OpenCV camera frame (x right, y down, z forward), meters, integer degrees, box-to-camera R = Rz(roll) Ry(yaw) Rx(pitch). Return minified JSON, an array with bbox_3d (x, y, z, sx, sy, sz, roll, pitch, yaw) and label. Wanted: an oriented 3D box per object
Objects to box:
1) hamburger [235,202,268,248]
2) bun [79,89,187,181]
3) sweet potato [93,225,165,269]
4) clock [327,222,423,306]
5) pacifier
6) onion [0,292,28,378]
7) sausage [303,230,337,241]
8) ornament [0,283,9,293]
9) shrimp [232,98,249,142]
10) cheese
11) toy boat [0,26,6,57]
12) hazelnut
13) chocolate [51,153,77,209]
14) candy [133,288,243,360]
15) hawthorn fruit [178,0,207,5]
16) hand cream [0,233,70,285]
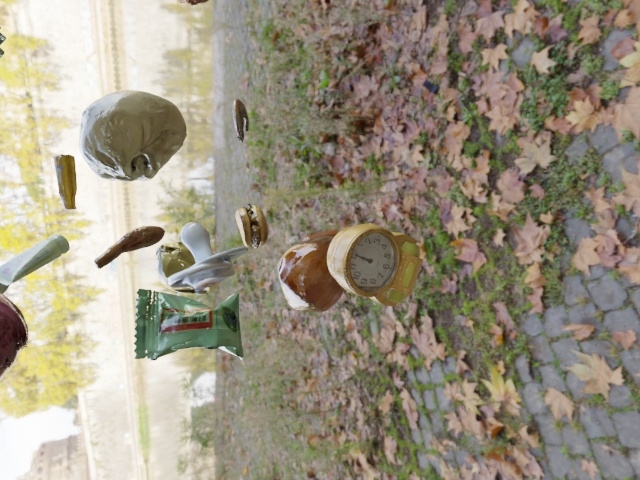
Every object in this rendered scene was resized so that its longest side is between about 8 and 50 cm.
[{"bbox_3d":[-0.284,-0.057,1.912,0.191,0.117,0.182,-128,24,-65],"label":"hamburger"},{"bbox_3d":[-0.638,-0.350,1.558,0.326,0.361,0.235,89,156,-59],"label":"bun"},{"bbox_3d":[-0.884,0.012,2.109,0.109,0.385,0.109,17,122,30],"label":"sweet potato"},{"bbox_3d":[0.167,0.072,1.480,0.200,0.317,0.244,12,85,55],"label":"clock"},{"bbox_3d":[-0.372,0.039,1.408,0.279,0.227,0.207,-25,81,27],"label":"pacifier"},{"bbox_3d":[-0.800,0.227,0.894,0.345,0.358,0.358,49,-174,-45],"label":"onion"},{"bbox_3d":[0.000,0.000,2.193,0.076,0.197,0.076,26,122,49],"label":"sausage"},{"bbox_3d":[-1.313,0.195,1.851,0.156,0.074,0.081,-58,40,20],"label":"ornament"},{"bbox_3d":[-0.395,-0.597,2.299,0.143,0.052,0.251,35,-130,-63],"label":"shrimp"},{"bbox_3d":[-0.578,0.112,1.919,0.316,0.259,0.128,76,-171,-54],"label":"cheese"},{"bbox_3d":[-1.196,-0.605,1.517,0.133,0.332,0.145,45,173,-23],"label":"toy boat"},{"bbox_3d":[-0.021,0.138,1.988,0.315,0.372,0.372,43,153,-6],"label":"hazelnut"},{"bbox_3d":[-1.004,-0.230,1.803,0.085,0.085,0.219,-170,73,-65],"label":"chocolate"},{"bbox_3d":[-0.481,0.314,1.688,0.172,0.397,0.263,124,144,-54],"label":"candy"},{"bbox_3d":[-0.379,-0.782,1.326,0.179,0.173,0.174,-118,32,-47],"label":"hawthorn fruit"},{"bbox_3d":[-1.150,0.076,1.808,0.147,0.306,0.093,14,123,21],"label":"hand cream"}]
